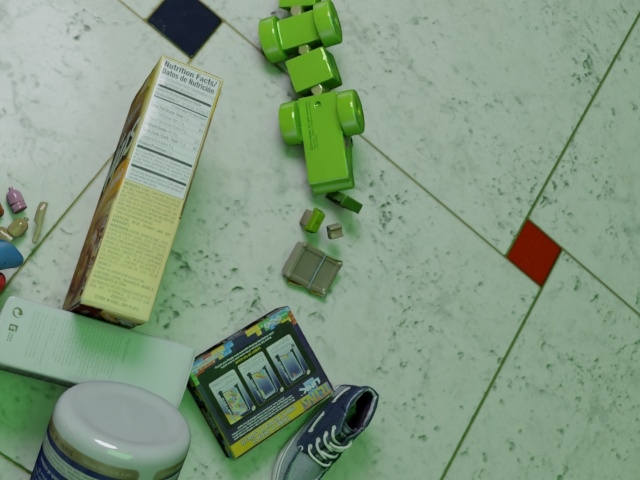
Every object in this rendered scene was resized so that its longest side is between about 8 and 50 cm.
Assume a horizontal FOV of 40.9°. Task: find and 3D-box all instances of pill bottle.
[{"bbox_3d":[-0.256,0.304,0.958,0.153,0.153,0.264,17,105,-20],"label":"pill bottle"}]

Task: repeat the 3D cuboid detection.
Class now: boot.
[{"bbox_3d":[0.005,0.273,1.163,0.069,0.086,0.190,38,67,-13],"label":"boot"}]

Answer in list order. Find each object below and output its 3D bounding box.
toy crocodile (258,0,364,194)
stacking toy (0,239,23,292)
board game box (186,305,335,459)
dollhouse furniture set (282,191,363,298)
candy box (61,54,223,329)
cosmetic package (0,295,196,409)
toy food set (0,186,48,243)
[{"bbox_3d":[-0.006,-0.235,1.255,0.115,0.105,0.340,-14,85,16],"label":"toy crocodile"},{"bbox_3d":[-0.459,0.136,0.969,0.166,0.175,0.301,10,92,-2],"label":"stacking toy"},{"bbox_3d":[-0.085,0.190,1.162,0.170,0.048,0.141,-29,94,-26],"label":"board game box"},{"bbox_3d":[0.000,0.000,1.250,0.076,0.058,0.151,28,89,-24],"label":"dollhouse furniture set"},{"bbox_3d":[-0.225,-0.050,1.072,0.088,0.183,0.316,20,73,-20],"label":"candy box"},{"bbox_3d":[-0.282,0.142,1.048,0.231,0.117,0.085,20,73,-18],"label":"cosmetic package"},{"bbox_3d":[-0.411,-0.035,1.080,0.122,0.019,0.077,14,74,-13],"label":"toy food set"}]
